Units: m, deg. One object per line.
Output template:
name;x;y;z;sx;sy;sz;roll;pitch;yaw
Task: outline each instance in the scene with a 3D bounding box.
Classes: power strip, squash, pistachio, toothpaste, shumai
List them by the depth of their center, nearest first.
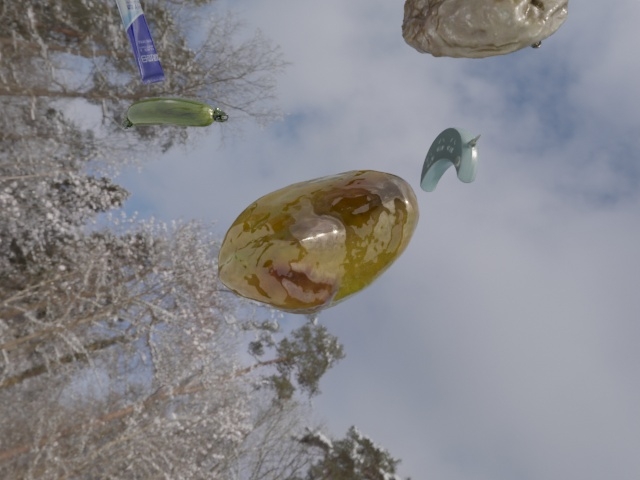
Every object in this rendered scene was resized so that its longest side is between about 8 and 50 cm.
toothpaste;-0.137;-0.160;0.353;0.015;0.024;0.083;-2;-68;30
pistachio;-0.003;-0.001;0.420;0.110;0.189;0.100;47;-27;34
shumai;0.248;-0.471;0.797;0.314;0.267;0.262;33;-29;50
power strip;0.289;-0.181;1.042;0.216;0.044;0.137;170;-69;-75
squash;-0.381;-0.317;1.184;0.319;0.071;0.080;3;-53;22
